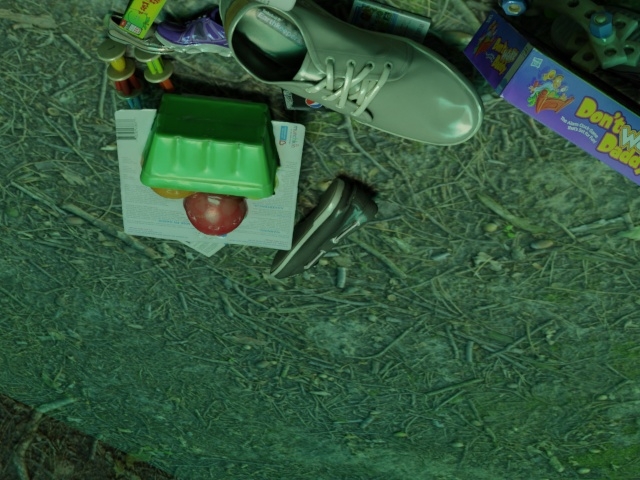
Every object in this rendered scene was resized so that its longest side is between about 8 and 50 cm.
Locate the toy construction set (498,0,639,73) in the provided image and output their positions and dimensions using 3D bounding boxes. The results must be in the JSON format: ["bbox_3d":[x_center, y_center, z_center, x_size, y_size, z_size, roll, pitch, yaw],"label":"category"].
[{"bbox_3d":[0.333,-0.376,1.476,0.215,0.151,0.327,1,134,20],"label":"toy construction set"}]

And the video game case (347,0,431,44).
[{"bbox_3d":[0.103,-0.331,1.747,0.122,0.011,0.087,16,148,-3],"label":"video game case"}]

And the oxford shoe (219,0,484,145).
[{"bbox_3d":[0.042,-0.255,1.719,0.449,0.130,0.169,27,125,-9],"label":"oxford shoe"}]

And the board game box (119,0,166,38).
[{"bbox_3d":[-0.246,-0.398,1.707,0.043,0.092,0.181,25,146,-17],"label":"board game box"}]

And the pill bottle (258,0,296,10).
[{"bbox_3d":[-0.127,-0.423,1.584,0.229,0.131,0.131,19,147,-8],"label":"pill bottle"}]

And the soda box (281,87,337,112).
[{"bbox_3d":[0.024,-0.250,1.857,0.169,0.060,0.053,6,148,12],"label":"soda box"}]

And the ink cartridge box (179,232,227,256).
[{"bbox_3d":[-0.261,-0.069,2.222,0.203,0.086,0.148,30,144,-22],"label":"ink cartridge box"}]

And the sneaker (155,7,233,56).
[{"bbox_3d":[-0.185,-0.343,1.813,0.170,0.068,0.071,7,121,15],"label":"sneaker"}]

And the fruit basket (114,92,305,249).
[{"bbox_3d":[-0.201,-0.112,2.040,0.327,0.165,0.353,5,148,-2],"label":"fruit basket"}]

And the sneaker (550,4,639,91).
[{"bbox_3d":[0.467,-0.247,1.653,0.282,0.102,0.161,14,153,4],"label":"sneaker"}]

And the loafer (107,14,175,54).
[{"bbox_3d":[-0.294,-0.342,1.859,0.125,0.045,0.039,15,145,6],"label":"loafer"}]

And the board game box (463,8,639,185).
[{"bbox_3d":[0.385,-0.181,1.586,0.347,0.233,0.078,29,108,-17],"label":"board game box"}]

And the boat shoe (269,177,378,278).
[{"bbox_3d":[0.000,0.000,2.202,0.095,0.112,0.335,28,142,-12],"label":"boat shoe"}]

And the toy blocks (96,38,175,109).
[{"bbox_3d":[-0.307,-0.281,1.946,0.123,0.054,0.148,4,147,16],"label":"toy blocks"}]
